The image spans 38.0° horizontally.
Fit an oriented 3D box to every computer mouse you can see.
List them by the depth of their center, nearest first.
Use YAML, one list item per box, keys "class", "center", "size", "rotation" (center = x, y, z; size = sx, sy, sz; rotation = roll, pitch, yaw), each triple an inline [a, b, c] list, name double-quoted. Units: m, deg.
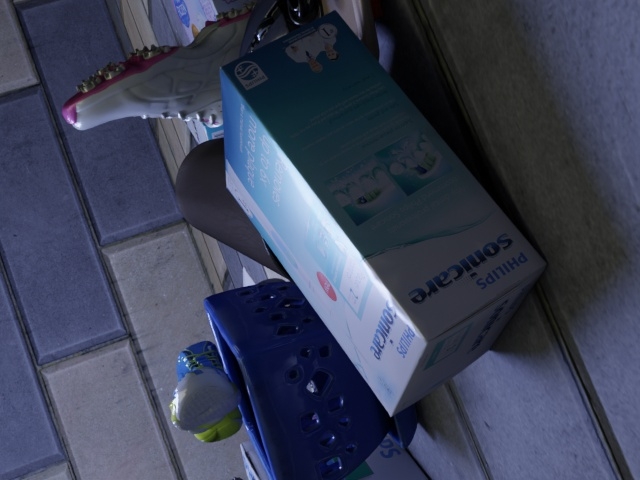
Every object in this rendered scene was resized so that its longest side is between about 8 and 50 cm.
- class: "computer mouse"
  center: [-0.066, -0.243, 0.999]
  size: [0.262, 0.060, 0.184]
  rotation: [112, 140, -68]

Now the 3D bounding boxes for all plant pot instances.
- class: "plant pot"
  center: [-0.008, 0.177, 1.245]
  size: [0.236, 0.212, 0.235]
  rotation: [-139, 33, -66]

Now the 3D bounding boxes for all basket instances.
- class: "basket"
  center: [-0.070, -0.052, 1.144]
  size: [0.227, 0.154, 0.204]
  rotation: [15, 129, 53]

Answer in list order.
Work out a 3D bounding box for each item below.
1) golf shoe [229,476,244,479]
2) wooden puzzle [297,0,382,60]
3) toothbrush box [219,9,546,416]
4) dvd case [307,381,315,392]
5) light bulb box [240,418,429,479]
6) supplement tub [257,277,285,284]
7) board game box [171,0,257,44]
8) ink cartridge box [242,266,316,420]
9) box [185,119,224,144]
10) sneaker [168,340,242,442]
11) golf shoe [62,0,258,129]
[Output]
- class: "golf shoe"
  center: [-0.102, 0.433, 1.337]
  size: [0.198, 0.077, 0.093]
  rotation: [-115, 6, -59]
- class: "wooden puzzle"
  center: [0.002, -0.293, 0.896]
  size: [0.221, 0.044, 0.238]
  rotation: [-131, 29, -60]
- class: "toothbrush box"
  center: [0.040, -0.018, 0.836]
  size: [0.295, 0.126, 0.216]
  rotation: [53, 162, 18]
- class: "dvd case"
  center: [0.022, 0.219, 1.481]
  size: [0.120, 0.013, 0.087]
  rotation: [6, 122, 34]
- class: "light bulb box"
  center: [0.056, 0.499, 1.379]
  size: [0.358, 0.225, 0.360]
  rotation: [-136, 33, -64]
- class: "supplement tub"
  center: [-0.076, 0.172, 1.781]
  size: [0.106, 0.106, 0.197]
  rotation: [-130, 25, -59]
- class: "board game box"
  center: [-0.114, -0.241, 1.343]
  size: [0.317, 0.066, 0.319]
  rotation: [68, 168, -14]
- class: "ink cartridge box"
  center: [-0.046, 0.227, 1.636]
  size: [0.207, 0.119, 0.353]
  rotation: [-131, 34, -58]
- class: "box"
  center: [-0.234, -0.249, 1.916]
  size: [0.244, 0.060, 0.100]
  rotation: [-126, 21, -52]
- class: "sneaker"
  center: [-0.161, 0.182, 1.206]
  size: [0.240, 0.091, 0.126]
  rotation: [95, 153, -65]
- class: "golf shoe"
  center: [-0.154, -0.183, 1.124]
  size: [0.115, 0.306, 0.140]
  rotation: [-129, 16, -68]
